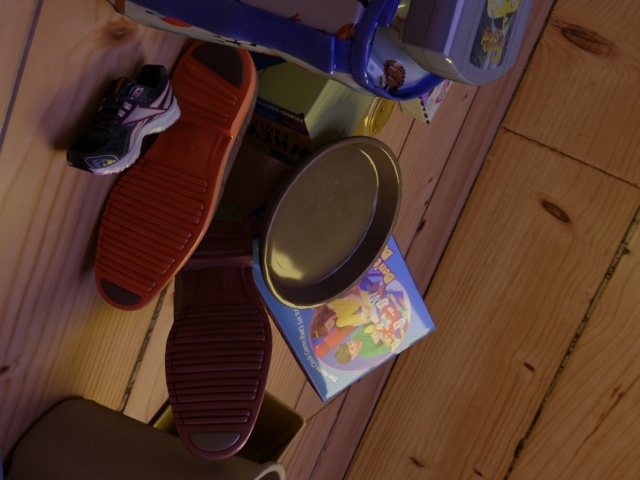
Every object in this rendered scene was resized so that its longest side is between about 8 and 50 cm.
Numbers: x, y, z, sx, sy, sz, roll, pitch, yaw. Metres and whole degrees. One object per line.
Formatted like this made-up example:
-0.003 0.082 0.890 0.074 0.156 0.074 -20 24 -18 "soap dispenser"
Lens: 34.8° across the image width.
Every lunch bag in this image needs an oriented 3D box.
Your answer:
-0.006 -0.295 1.089 0.385 0.328 0.238 -40 146 -51 "lunch bag"

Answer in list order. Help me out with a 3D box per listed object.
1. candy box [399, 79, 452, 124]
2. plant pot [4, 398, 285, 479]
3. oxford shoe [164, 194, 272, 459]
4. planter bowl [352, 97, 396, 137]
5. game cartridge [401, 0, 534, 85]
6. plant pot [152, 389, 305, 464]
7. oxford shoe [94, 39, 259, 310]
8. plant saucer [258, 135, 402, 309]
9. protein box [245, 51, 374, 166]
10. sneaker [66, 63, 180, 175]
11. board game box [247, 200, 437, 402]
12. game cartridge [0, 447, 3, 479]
0.228 -0.357 2.146 0.164 0.070 0.196 -61 163 -6 "candy box"
-0.264 0.379 1.391 0.334 0.305 0.333 -55 162 -27 "plant pot"
-0.142 0.130 1.418 0.146 0.141 0.397 103 -12 -55 "oxford shoe"
0.077 -0.250 1.827 0.217 0.090 0.217 -53 161 -28 "planter bowl"
0.166 -0.256 1.028 0.294 0.060 0.196 -20 131 -65 "game cartridge"
-0.184 0.372 1.834 0.212 0.212 0.187 -52 173 -31 "plant pot"
-0.168 -0.075 1.305 0.363 0.130 0.133 -63 170 0 "oxford shoe"
0.012 -0.029 1.494 0.278 0.041 0.277 -27 133 -33 "plant saucer"
-0.017 -0.233 1.488 0.199 0.136 0.201 -59 163 -15 "protein box"
-0.227 -0.143 1.147 0.178 0.072 0.077 -57 152 -47 "sneaker"
0.021 0.068 1.662 0.233 0.078 0.347 -32 122 -8 "board game box"
-0.464 0.298 1.112 0.297 0.062 0.198 -47 161 -43 "game cartridge"
